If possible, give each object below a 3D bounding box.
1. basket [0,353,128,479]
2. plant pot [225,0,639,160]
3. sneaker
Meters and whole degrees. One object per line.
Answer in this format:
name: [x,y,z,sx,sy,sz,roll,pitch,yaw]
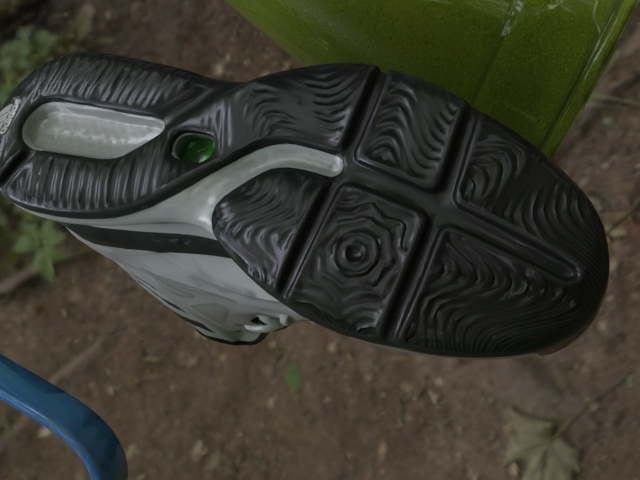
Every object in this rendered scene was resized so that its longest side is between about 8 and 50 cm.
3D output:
basket: [-0.247,0.140,0.514,0.255,0.201,0.289,32,108,9]
plant pot: [0.080,-0.264,0.894,0.353,0.366,0.366,26,128,3]
sneaker: [0.000,-0.001,0.786,0.448,0.257,0.169,17,74,26]
